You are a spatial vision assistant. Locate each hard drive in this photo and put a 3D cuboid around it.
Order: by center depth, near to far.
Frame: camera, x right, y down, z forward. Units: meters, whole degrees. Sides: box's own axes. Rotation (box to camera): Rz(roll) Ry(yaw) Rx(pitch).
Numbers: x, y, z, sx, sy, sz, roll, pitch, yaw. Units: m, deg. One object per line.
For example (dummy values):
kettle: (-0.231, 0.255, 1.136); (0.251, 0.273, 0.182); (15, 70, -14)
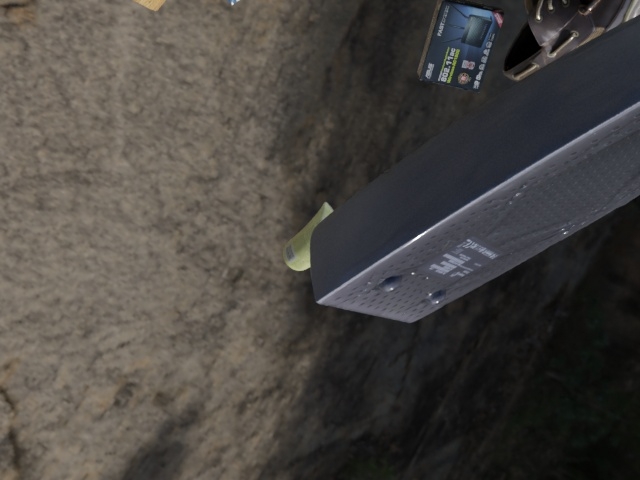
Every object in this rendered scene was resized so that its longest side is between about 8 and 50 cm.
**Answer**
hard drive: (0.123, -0.036, 0.571); (0.254, 0.054, 0.172); (-32, 160, 18)

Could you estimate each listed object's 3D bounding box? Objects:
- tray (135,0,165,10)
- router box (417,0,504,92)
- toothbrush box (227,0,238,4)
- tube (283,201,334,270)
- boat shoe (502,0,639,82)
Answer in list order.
tray: (-0.132, -0.485, 1.109); (0.411, 0.203, 0.076); (-47, 165, 13)
router box: (0.198, -0.280, 1.401); (0.038, 0.092, 0.122); (-94, -164, -63)
toothbrush box: (-0.174, -0.498, 1.374); (0.126, 0.295, 0.216); (-34, 138, -16)
tube: (0.000, 0.000, 1.701); (0.240, 0.070, 0.062); (144, -45, -67)
boat shoe: (0.341, -0.310, 1.340); (0.355, 0.130, 0.132); (107, -8, -58)
